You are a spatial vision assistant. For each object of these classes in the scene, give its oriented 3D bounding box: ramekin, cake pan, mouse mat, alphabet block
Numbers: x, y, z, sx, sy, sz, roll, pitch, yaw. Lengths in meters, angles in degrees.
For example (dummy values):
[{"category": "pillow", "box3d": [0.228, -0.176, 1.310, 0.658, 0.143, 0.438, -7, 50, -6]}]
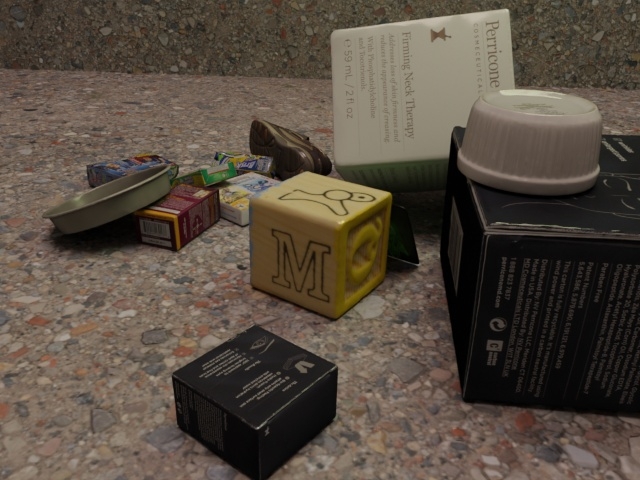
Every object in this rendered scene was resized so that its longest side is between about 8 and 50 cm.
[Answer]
[{"category": "ramekin", "box3d": [0.314, -0.155, 0.886, 0.207, 0.109, 0.207, 2, 26, -1]}, {"category": "cake pan", "box3d": [-0.461, -0.091, 1.317, 0.293, 0.054, 0.293, -18, 17, 6]}, {"category": "mouse mat", "box3d": [0.121, -0.023, 1.201, 0.153, 0.189, 0.007, 18, 62, 29]}, {"category": "alphabet block", "box3d": [0.000, 0.000, 1.111, 0.197, 0.193, 0.192, 18, 32, 30]}]

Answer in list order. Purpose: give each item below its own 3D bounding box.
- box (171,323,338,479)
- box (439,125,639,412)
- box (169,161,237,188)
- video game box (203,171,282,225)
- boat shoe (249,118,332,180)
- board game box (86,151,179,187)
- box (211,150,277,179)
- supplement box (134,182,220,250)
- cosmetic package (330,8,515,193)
[{"category": "box", "box3d": [-0.085, 0.207, 0.789, 0.158, 0.093, 0.156, 20, 31, 34]}, {"category": "box", "box3d": [0.460, 0.019, 0.985, 0.472, 0.297, 0.480, 2, 26, 6]}, {"category": "box", "box3d": [-0.308, -0.158, 1.526, 0.105, 0.043, 0.179, -23, 9, -42]}, {"category": "video game box", "box3d": [-0.183, -0.110, 1.493, 0.187, 0.048, 0.205, 19, 30, 37]}, {"category": "boat shoe", "box3d": [-0.093, -0.253, 1.733, 0.130, 0.132, 0.355, -4, 33, -35]}, {"category": "board game box", "box3d": [-0.482, -0.167, 1.571, 0.194, 0.060, 0.194, -21, 35, -39]}, {"category": "box", "box3d": [-0.211, -0.203, 1.648, 0.169, 0.059, 0.054, 9, 66, 13]}, {"category": "supplement box", "box3d": [-0.315, -0.058, 1.332, 0.104, 0.080, 0.188, 11, 27, 19]}, {"category": "cosmetic package", "box3d": [0.247, -0.305, 1.422, 0.394, 0.329, 0.327, -4, -8, 12]}]
